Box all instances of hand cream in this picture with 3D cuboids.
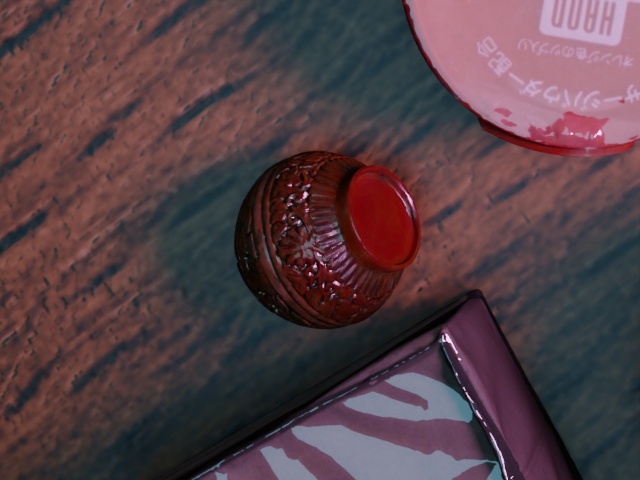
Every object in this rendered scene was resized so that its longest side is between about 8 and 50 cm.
[{"bbox_3d":[0.136,-0.142,1.035,0.193,0.125,0.193,1,96,7],"label":"hand cream"}]

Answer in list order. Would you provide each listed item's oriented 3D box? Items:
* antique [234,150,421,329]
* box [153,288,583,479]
[{"bbox_3d":[0.000,0.000,1.078,0.104,0.104,0.104,1,96,6],"label":"antique"},{"bbox_3d":[0.015,0.171,1.067,0.252,0.153,0.188,-29,92,9],"label":"box"}]
